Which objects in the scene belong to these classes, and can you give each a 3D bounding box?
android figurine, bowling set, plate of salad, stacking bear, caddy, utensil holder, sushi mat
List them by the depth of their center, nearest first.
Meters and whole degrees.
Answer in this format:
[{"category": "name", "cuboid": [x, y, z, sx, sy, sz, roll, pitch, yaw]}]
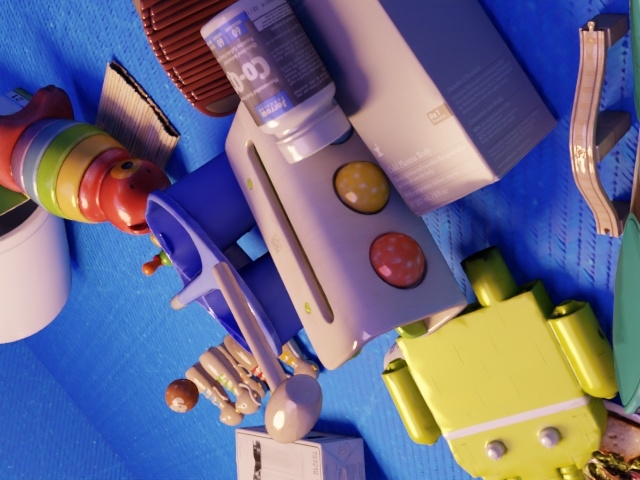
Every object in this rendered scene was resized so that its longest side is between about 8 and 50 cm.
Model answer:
[{"category": "android figurine", "cuboid": [0.188, 0.149, 0.794, 0.248, 0.056, 0.272, -24, 92, 33]}, {"category": "plate of salad", "cuboid": [0.316, 0.252, 0.823, 0.200, 0.048, 0.199, 31, 142, 27]}, {"category": "caddy", "cuboid": [-0.111, 0.028, 0.939, 0.241, 0.179, 0.341, 53, 164, -2]}, {"category": "stacking bear", "cuboid": [-0.350, -0.100, 1.162, 0.289, 0.175, 0.164, 24, 138, 23]}, {"category": "sushi mat", "cuboid": [-0.313, -0.146, 1.223, 0.151, 0.019, 0.316, 49, 148, 4]}, {"category": "bowling set", "cuboid": [-0.146, 0.250, 1.258, 0.154, 0.200, 0.287, 47, 152, 3]}, {"category": "utensil holder", "cuboid": [-0.682, -0.009, 1.538, 0.328, 0.328, 0.385, 41, 149, 16]}]

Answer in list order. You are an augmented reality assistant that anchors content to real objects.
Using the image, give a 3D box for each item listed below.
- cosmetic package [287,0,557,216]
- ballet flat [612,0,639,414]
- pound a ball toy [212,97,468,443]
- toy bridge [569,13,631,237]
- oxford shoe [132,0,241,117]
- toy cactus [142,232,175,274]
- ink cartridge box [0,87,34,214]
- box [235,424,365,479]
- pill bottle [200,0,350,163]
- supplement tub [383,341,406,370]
[{"category": "cosmetic package", "cuboid": [0.078, -0.155, 0.657, 0.238, 0.107, 0.127, 51, 151, -6]}, {"category": "ballet flat", "cuboid": [0.282, -0.018, 0.529, 0.147, 0.147, 0.408, 21, 138, 39]}, {"category": "pound a ball toy", "cuboid": [0.000, 0.000, 0.716, 0.319, 0.208, 0.135, 65, 148, 19]}, {"category": "toy bridge", "cuboid": [0.219, -0.082, 0.592, 0.026, 0.063, 0.188, 15, 134, 43]}, {"category": "oxford shoe", "cuboid": [-0.160, -0.303, 0.823, 0.130, 0.123, 0.348, 51, 162, 57]}, {"category": "toy cactus", "cuboid": [-0.194, 0.067, 1.230, 0.219, 0.112, 0.180, 22, 148, 25]}, {"category": "ink cartridge box", "cuboid": [-0.571, -0.142, 1.320, 0.189, 0.255, 0.097, 30, 142, 29]}, {"category": "box", "cuboid": [-0.042, 0.418, 1.325, 0.290, 0.087, 0.169, -14, 78, 54]}, {"category": "pill bottle", "cuboid": [-0.035, -0.141, 0.652, 0.078, 0.078, 0.137, -13, 112, 55]}, {"category": "supplement tub", "cuboid": [0.128, 0.139, 0.918, 0.071, 0.071, 0.107, 47, 147, 6]}]
